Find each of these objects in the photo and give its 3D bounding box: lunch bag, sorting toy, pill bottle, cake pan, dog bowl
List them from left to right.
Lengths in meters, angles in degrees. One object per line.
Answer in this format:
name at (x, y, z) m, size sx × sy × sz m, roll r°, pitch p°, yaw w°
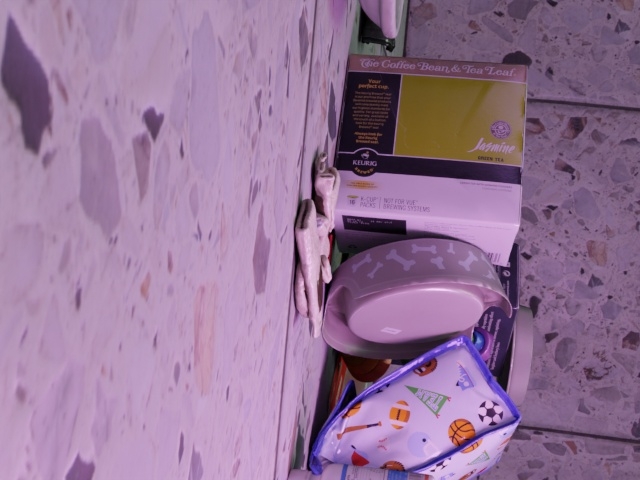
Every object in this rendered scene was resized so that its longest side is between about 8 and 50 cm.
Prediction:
pill bottle at (0.059, 0.406, 1.454) m, size 0.124 × 0.221 × 0.124 m, roll 5°, pitch 90°, yaw -83°
lunch bag at (0.153, 0.391, 1.851) m, size 0.239 × 0.385 × 0.328 m, roll 57°, pitch -12°, yaw 27°
sorting toy at (0.173, 0.218, 1.993) m, size 0.126 × 0.365 × 0.127 m, roll 28°, pitch 60°, yaw -48°
dog bowl at (0.170, 0.110, 1.758) m, size 0.349 × 0.349 × 0.102 m, roll 83°, pitch 2°, yaw -61°
cake pan at (0.494, 0.295, 2.435) m, size 0.293 × 0.054 × 0.293 m, roll 7°, pitch 90°, yaw -85°

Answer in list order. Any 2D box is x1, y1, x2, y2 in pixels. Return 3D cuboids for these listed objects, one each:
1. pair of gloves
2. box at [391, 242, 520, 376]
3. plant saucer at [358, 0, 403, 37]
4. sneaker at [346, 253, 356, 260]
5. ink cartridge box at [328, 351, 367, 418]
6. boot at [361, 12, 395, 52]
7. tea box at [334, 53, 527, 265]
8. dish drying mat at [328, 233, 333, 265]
pair of gloves at (0.000, 0.000, 1.401) m, size 0.240 × 0.042 × 0.204 m, roll -76°, pitch 169°, yaw -57°
box at (0.279, 0.156, 2.388) m, size 0.293 × 0.395 × 0.212 m, roll 91°, pitch 7°, yaw -48°
plant saucer at (0.088, -0.521, 1.487) m, size 0.400 × 0.100 × 0.400 m, roll 6°, pitch 90°, yaw -83°
sneaker at (0.092, 0.097, 2.043) m, size 0.161 × 0.102 × 0.282 m, roll 93°, pitch 6°, yaw -46°
ink cartridge box at (0.063, 0.376, 2.159) m, size 0.296 × 0.066 × 0.261 m, roll -73°, pitch 167°, yaw -60°
boot at (0.145, -0.523, 2.028) m, size 0.338 × 0.118 × 0.222 m, roll -43°, pitch 142°, yaw -64°
tea box at (0.201, -0.148, 1.767) m, size 0.220 × 0.329 × 0.323 m, roll 77°, pitch 20°, yaw -69°
dish drying mat at (0.015, 0.030, 1.704) m, size 0.032 × 0.008 × 0.083 m, roll -27°, pitch 121°, yaw -83°
